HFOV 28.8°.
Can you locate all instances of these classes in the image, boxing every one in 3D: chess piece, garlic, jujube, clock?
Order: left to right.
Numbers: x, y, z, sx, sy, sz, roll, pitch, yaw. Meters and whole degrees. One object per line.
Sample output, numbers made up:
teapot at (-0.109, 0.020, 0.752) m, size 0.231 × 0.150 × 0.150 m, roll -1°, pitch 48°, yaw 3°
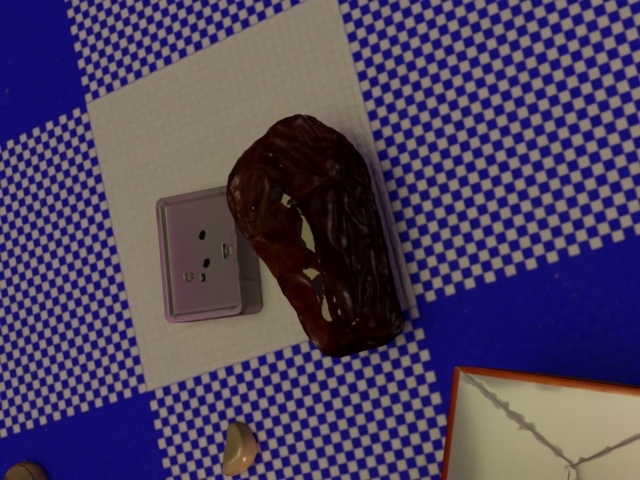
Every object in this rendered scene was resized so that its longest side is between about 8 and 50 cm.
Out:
chess piece at (-0.497, 0.415, 2.097) m, size 0.084 × 0.038 × 0.083 m, roll -1°, pitch 88°, yaw 31°
clock at (-0.171, 0.023, 1.919) m, size 0.150 × 0.063 × 0.197 m, roll -10°, pitch 82°, yaw 29°
garlic at (-0.123, 0.316, 1.887) m, size 0.053 × 0.041 × 0.083 m, roll -9°, pitch 74°, yaw 42°
jujube at (0.000, 0.000, 1.746) m, size 0.216 × 0.216 × 0.342 m, roll -32°, pitch 77°, yaw 24°

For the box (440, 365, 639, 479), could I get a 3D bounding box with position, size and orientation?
box at (0.326, 0.341, 1.489) m, size 0.319 × 0.257 × 0.348 m, roll 4°, pitch 84°, yaw 27°
